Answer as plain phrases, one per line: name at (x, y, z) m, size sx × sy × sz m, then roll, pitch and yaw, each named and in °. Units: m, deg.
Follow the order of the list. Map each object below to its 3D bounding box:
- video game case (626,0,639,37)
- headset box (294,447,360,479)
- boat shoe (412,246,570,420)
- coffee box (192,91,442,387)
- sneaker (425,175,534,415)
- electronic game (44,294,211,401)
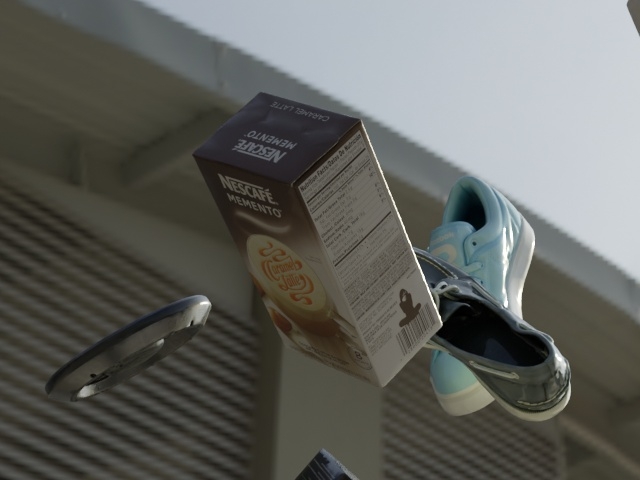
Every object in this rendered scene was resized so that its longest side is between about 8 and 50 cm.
video game case at (0.388, -0.105, 1.288) m, size 0.036 × 0.329 × 0.300 m, roll -18°, pitch -9°, yaw -25°
headset box at (0.009, 0.388, 1.536) m, size 0.246 × 0.283 × 0.131 m, roll 41°, pitch -4°, yaw -8°
boat shoe at (0.164, 0.084, 1.919) m, size 0.116 × 0.319 × 0.099 m, roll -41°, pitch -33°, yaw -16°
coffee box at (0.000, 0.000, 1.495) m, size 0.141 × 0.098 × 0.247 m, roll 18°, pitch -38°, yaw 45°
sneaker at (0.180, 0.062, 2.125) m, size 0.135 × 0.366 × 0.150 m, roll -27°, pitch -59°, yaw 31°
electronic game at (-0.236, 0.132, 2.019) m, size 0.229 × 0.048 × 0.229 m, roll -30°, pitch -9°, yaw -5°
